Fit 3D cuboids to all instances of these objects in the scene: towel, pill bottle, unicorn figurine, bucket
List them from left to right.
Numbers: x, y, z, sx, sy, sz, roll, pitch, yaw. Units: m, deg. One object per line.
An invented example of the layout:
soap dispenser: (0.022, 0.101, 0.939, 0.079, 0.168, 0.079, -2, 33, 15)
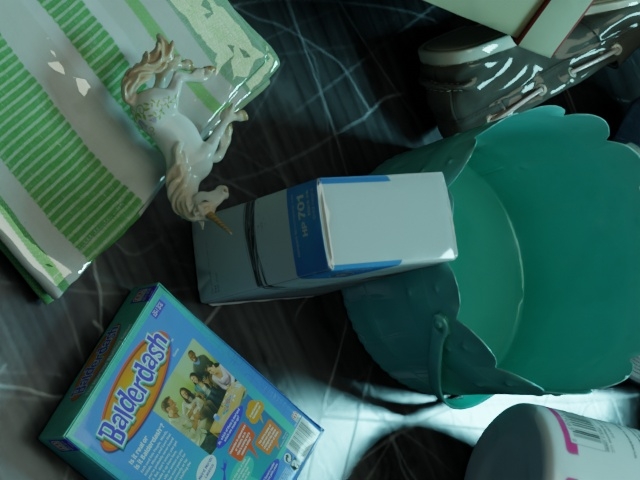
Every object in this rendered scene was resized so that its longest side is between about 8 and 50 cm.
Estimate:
towel: (-0.196, -0.139, 1.557, 0.248, 0.038, 0.325, 52, 57, -18)
unicorn figurine: (-0.110, -0.085, 1.561, 0.162, 0.060, 0.111, 45, 57, -3)
bucket: (0.164, 0.020, 1.714, 0.281, 0.183, 0.281, 7, 79, -36)
pill bottle: (0.290, 0.259, 1.755, 0.283, 0.160, 0.160, 16, 73, -22)

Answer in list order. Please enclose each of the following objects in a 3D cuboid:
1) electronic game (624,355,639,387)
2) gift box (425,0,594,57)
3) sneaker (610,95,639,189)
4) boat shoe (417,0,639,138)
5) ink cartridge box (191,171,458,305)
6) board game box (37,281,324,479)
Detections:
electronic game: (0.334, 0.042, 1.924, 0.229, 0.048, 0.229, 13, 67, -33)
gift box: (0.166, -0.359, 1.704, 0.258, 0.255, 0.276, 18, 37, -32)
sneaker: (0.439, -0.045, 1.883, 0.322, 0.130, 0.236, 29, 104, -13)
boat shoe: (0.232, -0.187, 1.857, 0.335, 0.112, 0.096, -22, 114, -32)
ink cartridge box: (0.000, 0.000, 1.586, 0.139, 0.190, 0.082, -4, 84, -38)
board game box: (-0.113, 0.162, 1.565, 0.210, 0.047, 0.160, 44, 60, -24)
